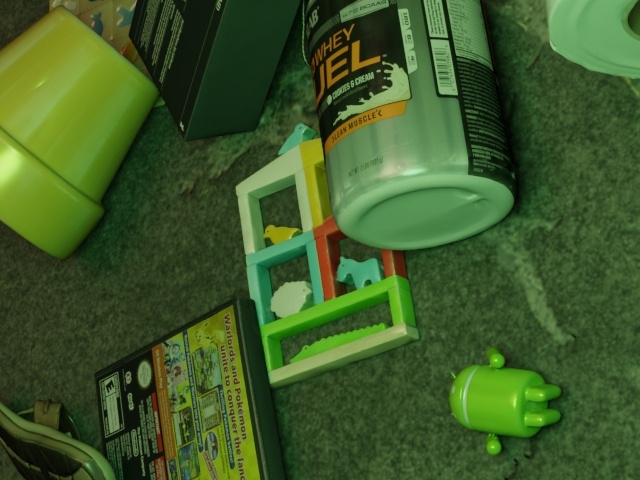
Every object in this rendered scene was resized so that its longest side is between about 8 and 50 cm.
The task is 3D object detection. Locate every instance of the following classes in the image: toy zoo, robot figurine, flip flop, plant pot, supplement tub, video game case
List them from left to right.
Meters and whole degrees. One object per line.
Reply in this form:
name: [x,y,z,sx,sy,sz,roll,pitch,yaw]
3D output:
plant pot: [-0.330,-0.144,1.872,0.239,0.254,0.254,-49,53,-1]
flip flop: [-0.316,0.235,1.829,0.080,0.112,0.277,-38,32,-29]
video game case: [-0.148,0.234,1.726,0.248,0.035,0.275,-29,60,34]
toy zoo: [0.000,0.000,1.717,0.192,0.030,0.293,-21,64,28]
supplement tub: [0.088,-0.166,1.606,0.193,0.193,0.316,-21,63,29]
robot figurine: [0.178,0.158,1.517,0.115,0.067,0.101,4,98,36]

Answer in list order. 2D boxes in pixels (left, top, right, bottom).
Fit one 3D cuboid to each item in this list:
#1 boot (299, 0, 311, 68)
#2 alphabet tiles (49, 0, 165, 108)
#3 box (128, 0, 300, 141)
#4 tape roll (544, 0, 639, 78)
boot: [-0.032,-0.293,1.802,0.178,0.085,0.236,-6,66,35]
alphabet tiles: [-0.222,-0.299,1.984,0.342,0.011,0.285,-15,68,31]
box: [-0.120,-0.270,1.756,0.184,0.103,0.261,63,148,31]
tape roll: [0.341,-0.252,1.398,0.286,0.286,0.100,-16,67,30]
